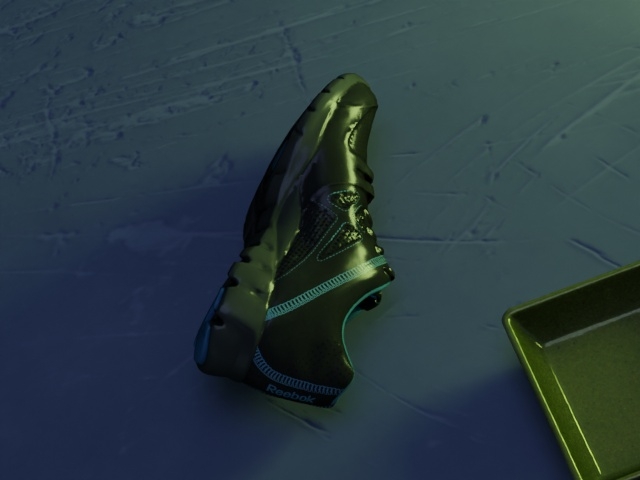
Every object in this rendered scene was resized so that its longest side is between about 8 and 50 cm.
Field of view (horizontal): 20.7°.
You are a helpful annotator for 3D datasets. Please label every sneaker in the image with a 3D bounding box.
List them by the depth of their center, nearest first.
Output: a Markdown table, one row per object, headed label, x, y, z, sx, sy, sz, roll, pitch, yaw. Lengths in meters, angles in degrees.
| label | x | y | z | sx | sy | sz | roll | pitch | yaw |
| --- | --- | --- | --- | --- | --- | --- | --- | --- | --- |
| sneaker | 0.000 | 0.000 | 1.579 | 0.139 | 0.125 | 0.341 | 24 | 59 | -5 |

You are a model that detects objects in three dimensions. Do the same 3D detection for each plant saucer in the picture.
| label | x | y | z | sx | sy | sz | roll | pitch | yaw |
| --- | --- | --- | --- | --- | --- | --- | --- | --- | --- |
| plant saucer | 0.271 | 0.113 | 1.467 | 0.188 | 0.045 | 0.188 | -20 | 55 | -2 |
